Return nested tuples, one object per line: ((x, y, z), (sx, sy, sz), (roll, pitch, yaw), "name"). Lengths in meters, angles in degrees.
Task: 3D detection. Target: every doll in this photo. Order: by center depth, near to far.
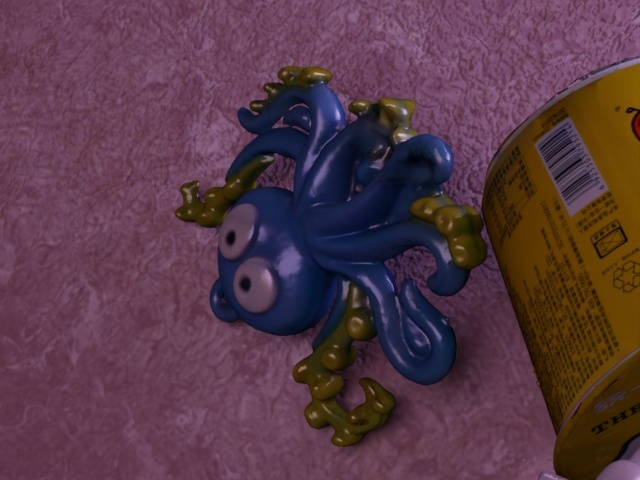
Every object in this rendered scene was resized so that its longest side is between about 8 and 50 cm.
((0.000, 0.000, 1.463), (0.341, 0.098, 0.346), (-40, 66, 42), "doll")

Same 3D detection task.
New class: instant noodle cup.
((0.287, 0.021, 1.282), (0.325, 0.325, 0.254), (-32, 56, 11), "instant noodle cup")

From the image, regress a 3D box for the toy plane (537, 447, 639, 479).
((0.209, 0.282, 1.194), (0.252, 0.118, 0.252), (4, 101, 22), "toy plane")
